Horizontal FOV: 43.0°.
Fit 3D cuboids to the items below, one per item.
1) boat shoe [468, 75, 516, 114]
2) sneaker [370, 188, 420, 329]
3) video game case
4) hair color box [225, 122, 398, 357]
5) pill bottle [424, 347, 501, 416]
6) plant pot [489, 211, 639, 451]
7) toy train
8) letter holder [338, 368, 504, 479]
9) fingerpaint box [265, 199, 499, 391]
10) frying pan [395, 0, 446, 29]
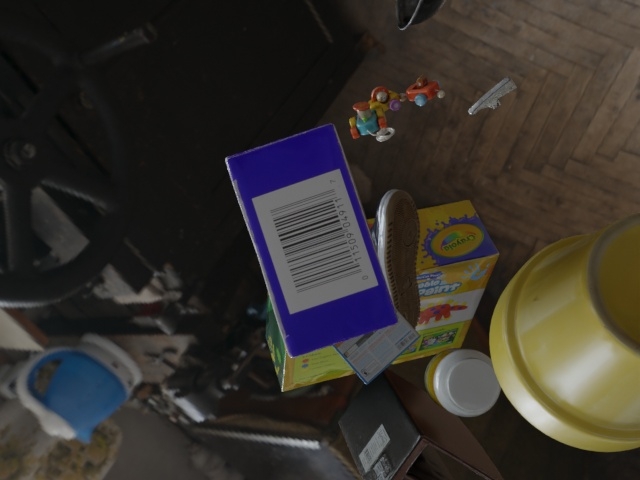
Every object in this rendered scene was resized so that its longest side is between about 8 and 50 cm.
[{"bbox_3d":[0.323,-0.264,1.523,0.100,0.035,0.035,-40,91,20],"label":"boat shoe"},{"bbox_3d":[0.083,0.031,1.369,0.153,0.099,0.282,20,130,35],"label":"sneaker"},{"bbox_3d":[0.064,0.133,1.324,0.166,0.119,0.015,48,-171,7],"label":"video game case"},{"bbox_3d":[0.000,0.000,0.851,0.110,0.339,0.185,-18,89,4],"label":"hair color box"},{"bbox_3d":[0.253,0.250,1.435,0.117,0.118,0.208,31,174,4],"label":"pill bottle"},{"bbox_3d":[0.335,0.088,0.895,0.254,0.254,0.239,26,158,10],"label":"plant pot"},{"bbox_3d":[0.116,-0.223,1.313,0.125,0.166,0.046,7,131,46],"label":"toy train"},{"bbox_3d":[0.187,0.399,1.530,0.214,0.152,0.302,32,-173,-17],"label":"letter holder"},{"bbox_3d":[0.114,0.121,1.755,0.444,0.163,0.371,-12,144,-14],"label":"fingerpaint box"},{"bbox_3d":[0.131,-0.347,0.805,0.053,0.197,0.326,10,155,-8],"label":"frying pan"}]
